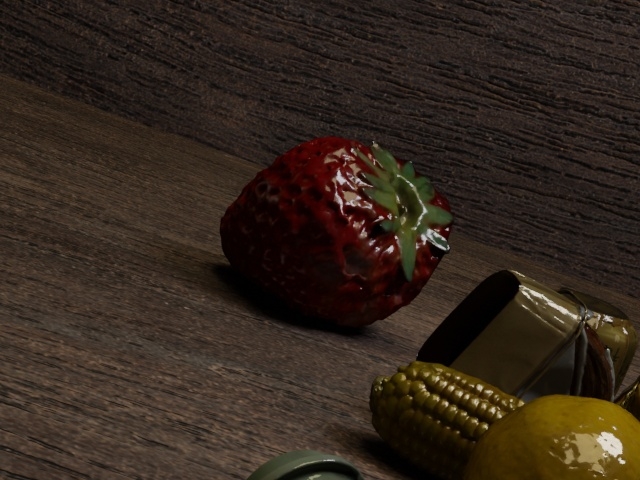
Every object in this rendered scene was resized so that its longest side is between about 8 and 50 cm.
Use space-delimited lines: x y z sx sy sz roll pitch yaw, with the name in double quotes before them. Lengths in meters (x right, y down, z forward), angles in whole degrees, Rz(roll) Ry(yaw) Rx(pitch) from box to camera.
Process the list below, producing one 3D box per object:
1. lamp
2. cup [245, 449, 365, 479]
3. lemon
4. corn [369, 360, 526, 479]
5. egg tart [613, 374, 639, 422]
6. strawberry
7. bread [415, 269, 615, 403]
"lamp" 0.333 0.166 1.688 0.161 0.185 0.161 19 13 -4
"cup" 0.007 0.233 0.911 0.120 0.120 0.141 12 21 -40
"lemon" 0.221 0.231 1.119 0.188 0.188 0.257 25 15 22
"corn" 0.213 0.231 1.302 0.363 0.120 0.120 24 11 19
"egg tart" 0.487 0.212 1.564 0.116 0.295 0.295 64 -12 -27
"strawberry" 0.010 0.005 1.820 0.292 0.310 0.291 36 27 -22
"bread" 0.233 0.157 1.459 0.212 0.224 0.142 41 5 -20
